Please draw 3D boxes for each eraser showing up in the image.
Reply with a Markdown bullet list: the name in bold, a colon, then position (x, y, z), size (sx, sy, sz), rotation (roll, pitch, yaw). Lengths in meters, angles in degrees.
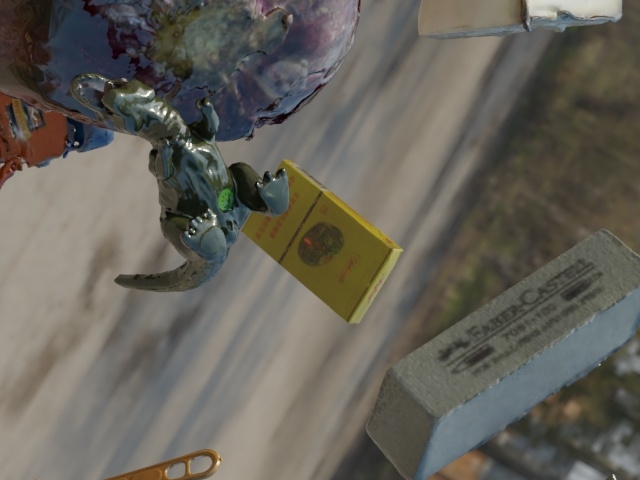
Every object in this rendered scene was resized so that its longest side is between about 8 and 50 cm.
- **eraser**: position (0.210, 0.125, 2.146), size (0.352, 0.111, 0.077), rotation (-33, 134, -10)

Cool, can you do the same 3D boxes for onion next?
- **onion**: position (-0.119, -0.240, 1.418), size (0.282, 0.337, 0.260), rotation (-119, -139, -55)

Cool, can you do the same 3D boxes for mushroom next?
- **mushroom**: position (0.189, -0.291, 1.998), size (0.236, 0.173, 0.162), rotation (-8, 98, -56)

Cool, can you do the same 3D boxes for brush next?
- **brush**: position (-0.260, 0.292, 2.237), size (0.090, 0.314, 0.017), rotation (-95, 165, -46)

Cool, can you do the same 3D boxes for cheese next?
- **cheese**: position (-0.368, -0.099, 1.940), size (0.329, 0.217, 0.129), rotation (-16, 167, 5)

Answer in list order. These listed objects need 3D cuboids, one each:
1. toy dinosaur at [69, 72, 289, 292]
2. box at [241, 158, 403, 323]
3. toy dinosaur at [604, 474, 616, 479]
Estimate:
- **toy dinosaur**: position (-0.104, -0.047, 1.301), size (0.087, 0.187, 0.179), rotation (-33, -158, -21)
- **box**: position (0.000, 0.000, 1.834), size (0.087, 0.155, 0.023), rotation (-57, 151, 14)
- **toy dinosaur**: position (0.316, 0.322, 1.890), size (0.113, 0.206, 0.327), rotation (-28, 162, -28)
